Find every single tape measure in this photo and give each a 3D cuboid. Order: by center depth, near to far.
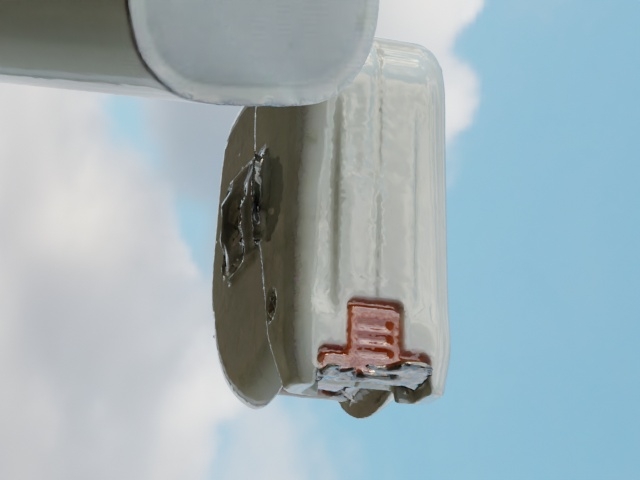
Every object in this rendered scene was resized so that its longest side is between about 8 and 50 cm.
[{"bbox_3d":[0.000,0.000,1.355,0.265,0.130,0.258,138,-45,-64],"label":"tape measure"}]

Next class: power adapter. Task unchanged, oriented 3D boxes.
[{"bbox_3d":[-0.101,-0.154,0.779,0.255,0.124,0.187,11,-81,46],"label":"power adapter"}]
